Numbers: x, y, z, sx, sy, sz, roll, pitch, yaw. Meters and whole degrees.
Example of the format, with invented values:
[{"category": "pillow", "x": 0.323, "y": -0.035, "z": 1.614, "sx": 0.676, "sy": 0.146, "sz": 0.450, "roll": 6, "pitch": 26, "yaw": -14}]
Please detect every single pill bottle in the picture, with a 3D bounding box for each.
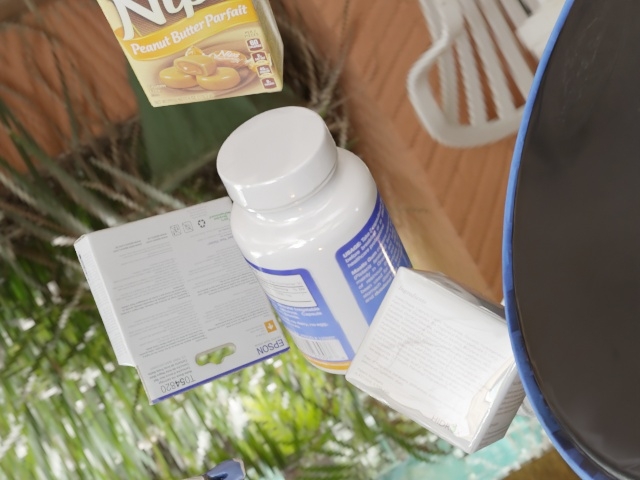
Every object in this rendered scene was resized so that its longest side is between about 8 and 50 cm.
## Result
[{"category": "pill bottle", "x": 0.000, "y": 0.000, "z": 1.107, "sx": 0.152, "sy": 0.272, "sz": 0.152, "roll": -15, "pitch": -139, "yaw": 14}]

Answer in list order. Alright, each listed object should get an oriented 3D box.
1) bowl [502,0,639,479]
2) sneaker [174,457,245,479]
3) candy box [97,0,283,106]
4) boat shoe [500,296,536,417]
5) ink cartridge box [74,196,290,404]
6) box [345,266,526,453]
[{"category": "bowl", "x": 0.211, "y": -0.048, "z": 0.488, "sx": 0.077, "sy": 0.391, "sz": 0.391, "roll": 15, "pitch": 162, "yaw": -21}, {"category": "sneaker", "x": -0.163, "y": 0.401, "z": 1.218, "sx": 0.182, "sy": 0.315, "sz": 0.127, "roll": -4, "pitch": 140, "yaw": -7}, {"category": "candy box", "x": -0.168, "y": -0.301, "z": 1.332, "sx": 0.183, "sy": 0.087, "sz": 0.316, "roll": -7, "pitch": 148, "yaw": 9}, {"category": "boat shoe", "x": 0.285, "y": 0.078, "z": 1.234, "sx": 0.118, "sy": 0.103, "sz": 0.320, "roll": 7, "pitch": 117, "yaw": -28}, {"category": "ink cartridge box", "x": -0.171, "y": 0.074, "z": 1.374, "sx": 0.223, "sy": 0.224, "sz": 0.045, "roll": -17, "pitch": 172, "yaw": -38}, {"category": "box", "x": 0.090, "y": 0.078, "z": 0.733, "sx": 0.087, "sy": 0.102, "sz": 0.101, "roll": -63, "pitch": 159, "yaw": 7}]
